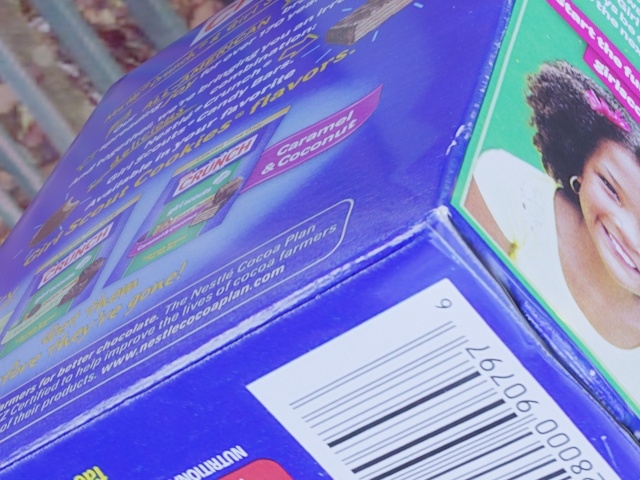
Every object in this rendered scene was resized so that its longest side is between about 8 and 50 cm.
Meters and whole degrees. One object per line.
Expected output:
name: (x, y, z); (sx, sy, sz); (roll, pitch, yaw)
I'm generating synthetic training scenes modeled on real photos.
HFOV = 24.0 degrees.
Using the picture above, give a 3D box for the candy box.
candy box: (0.000, 0.000, 0.513); (0.122, 0.268, 0.317); (48, 34, -19)
